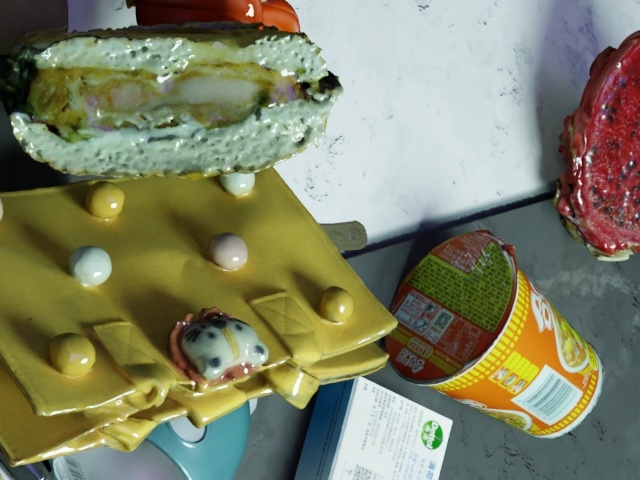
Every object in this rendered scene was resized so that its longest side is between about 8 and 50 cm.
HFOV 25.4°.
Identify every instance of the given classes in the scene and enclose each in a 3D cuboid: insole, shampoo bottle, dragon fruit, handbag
[{"bbox_3d":[0.000,0.000,1.576,0.135,0.002,0.045,-6,85,-37],"label":"insole"},{"bbox_3d":[-0.299,0.169,1.309,0.048,0.027,0.137,-44,107,-36],"label":"shampoo bottle"},{"bbox_3d":[0.360,-0.097,1.784,0.205,0.152,0.317,-37,118,-17],"label":"dragon fruit"},{"bbox_3d":[-0.146,0.050,1.290,0.401,0.133,0.283,-9,47,-39],"label":"handbag"}]

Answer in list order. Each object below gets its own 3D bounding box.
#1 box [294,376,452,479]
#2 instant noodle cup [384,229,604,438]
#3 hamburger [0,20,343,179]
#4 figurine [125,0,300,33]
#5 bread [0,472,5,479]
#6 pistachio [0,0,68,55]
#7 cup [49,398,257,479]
[{"bbox_3d":[0.048,0.259,1.517,0.139,0.073,0.194,29,65,-29],"label":"box"},{"bbox_3d":[0.211,0.121,1.611,0.212,0.193,0.193,36,62,-34],"label":"instant noodle cup"},{"bbox_3d":[-0.142,-0.131,1.287,0.309,0.211,0.132,-4,100,-7],"label":"hamburger"},{"bbox_3d":[-0.085,-0.262,1.451,0.181,0.208,0.257,35,54,0],"label":"figurine"},{"bbox_3d":[-0.386,0.305,1.051,0.389,0.236,0.183,-22,67,-17],"label":"bread"},{"bbox_3d":[-0.302,-0.249,1.320,0.136,0.136,0.226,-21,111,-37],"label":"pistachio"},{"bbox_3d":[-0.142,0.178,1.344,0.300,0.167,0.173,44,44,-5],"label":"cup"}]
